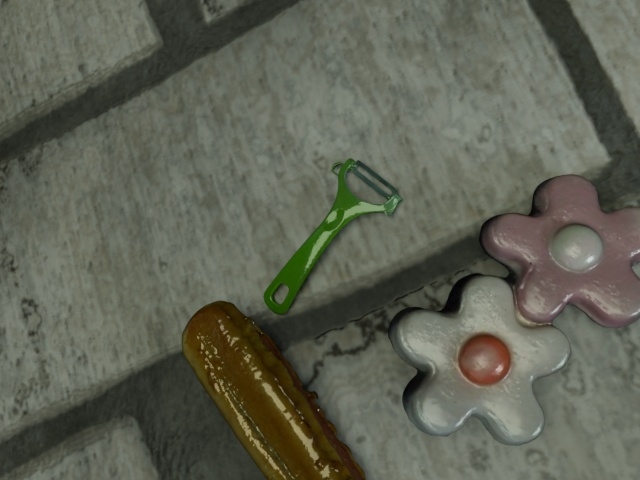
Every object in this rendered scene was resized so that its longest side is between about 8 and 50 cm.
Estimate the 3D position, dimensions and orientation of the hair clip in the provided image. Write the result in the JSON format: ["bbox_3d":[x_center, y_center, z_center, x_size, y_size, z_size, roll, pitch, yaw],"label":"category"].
[{"bbox_3d":[0.167,0.056,0.566,0.257,0.075,0.146,-48,64,0],"label":"hair clip"}]

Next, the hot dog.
[{"bbox_3d":[-0.028,0.177,0.612,0.088,0.061,0.286,-38,71,13],"label":"hot dog"}]

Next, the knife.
[{"bbox_3d":[-0.001,-0.001,0.660,0.078,0.022,0.166,41,94,27],"label":"knife"}]
